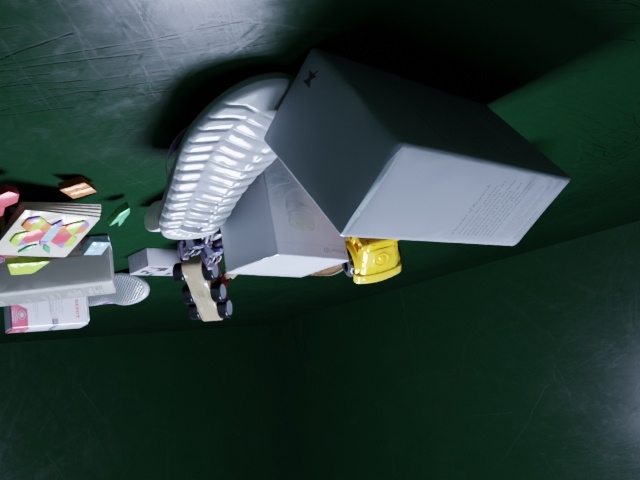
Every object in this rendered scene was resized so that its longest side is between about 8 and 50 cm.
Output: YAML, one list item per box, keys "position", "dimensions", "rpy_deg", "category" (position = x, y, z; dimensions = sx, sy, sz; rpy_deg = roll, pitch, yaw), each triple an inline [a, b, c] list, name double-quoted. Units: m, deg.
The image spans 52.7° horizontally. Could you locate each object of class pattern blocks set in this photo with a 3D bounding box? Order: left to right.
- position: [-0.532, -0.021, 1.259]
  dimensions: [0.325, 0.026, 0.285]
  rpy_deg: [-9, 149, -46]
  category: "pattern blocks set"

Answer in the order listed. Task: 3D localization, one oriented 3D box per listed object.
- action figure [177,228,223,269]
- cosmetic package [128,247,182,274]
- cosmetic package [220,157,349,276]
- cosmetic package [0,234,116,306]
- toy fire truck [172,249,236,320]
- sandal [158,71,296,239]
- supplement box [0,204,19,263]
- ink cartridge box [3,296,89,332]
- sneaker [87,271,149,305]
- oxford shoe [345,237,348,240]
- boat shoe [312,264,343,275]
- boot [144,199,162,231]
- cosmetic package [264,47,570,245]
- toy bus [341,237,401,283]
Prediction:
- position: [-0.237, -0.016, 1.604]
  dimensions: [0.185, 0.099, 0.285]
  rpy_deg: [8, 156, -40]
  category: "action figure"
- position: [-0.434, 0.067, 1.902]
  dimensions: [0.099, 0.060, 0.239]
  rpy_deg: [-19, 164, 39]
  category: "cosmetic package"
- position: [-0.076, -0.053, 1.256]
  dimensions: [0.138, 0.225, 0.224]
  rpy_deg: [-18, 166, 34]
  category: "cosmetic package"
- position: [-0.670, 0.076, 1.606]
  dimensions: [0.296, 0.129, 0.153]
  rpy_deg: [-5, 165, -17]
  category: "cosmetic package"
- position: [-0.298, 0.084, 1.889]
  dimensions: [0.158, 0.246, 0.217]
  rpy_deg: [-6, 125, 13]
  category: "toy fire truck"
- position: [-0.177, -0.141, 1.053]
  dimensions: [0.169, 0.102, 0.416]
  rpy_deg: [-1, 148, -39]
  category: "sandal"
- position: [-0.668, -0.009, 1.335]
  dimensions: [0.188, 0.081, 0.104]
  rpy_deg: [-17, 166, 26]
  category: "supplement box"
- position: [-0.810, 0.184, 1.907]
  dimensions: [0.218, 0.159, 0.092]
  rpy_deg: [1, 162, -38]
  category: "ink cartridge box"
- position: [-0.624, 0.156, 2.095]
  dimensions: [0.282, 0.102, 0.161]
  rpy_deg: [-5, 175, 33]
  category: "sneaker"
- position: [0.000, 0.000, 1.628]
  dimensions: [0.132, 0.130, 0.363]
  rpy_deg: [-12, 168, -24]
  category: "oxford shoe"
- position: [-0.032, 0.068, 2.093]
  dimensions: [0.307, 0.111, 0.104]
  rpy_deg: [-18, 166, 33]
  category: "boat shoe"
- position: [-0.298, -0.063, 1.399]
  dimensions: [0.190, 0.069, 0.086]
  rpy_deg: [-22, 160, 39]
  category: "boot"
- position: [0.166, -0.126, 1.010]
  dimensions: [0.453, 0.230, 0.161]
  rpy_deg: [4, 129, -44]
  category: "cosmetic package"
- position: [0.114, -0.033, 1.665]
  dimensions: [0.149, 0.220, 0.211]
  rpy_deg: [-15, 137, -14]
  category: "toy bus"
